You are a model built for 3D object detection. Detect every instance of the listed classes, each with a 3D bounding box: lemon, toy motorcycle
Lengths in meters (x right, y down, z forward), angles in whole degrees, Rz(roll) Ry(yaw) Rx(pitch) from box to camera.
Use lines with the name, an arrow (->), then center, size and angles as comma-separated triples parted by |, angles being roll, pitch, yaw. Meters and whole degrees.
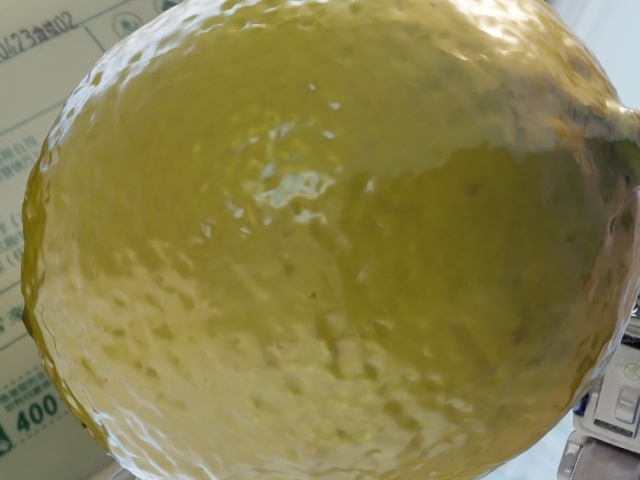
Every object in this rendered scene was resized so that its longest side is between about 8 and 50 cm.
lemon -> 0.000, 0.000, 0.851 | 0.319, 0.245, 0.245 | -18, -3, 29
toy motorcycle -> 0.221, 0.084, 1.325 | 0.112, 0.112, 0.254 | -25, -49, -54

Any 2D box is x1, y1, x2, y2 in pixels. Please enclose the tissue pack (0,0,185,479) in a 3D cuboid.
tissue pack -> -0.153, -0.005, 1.095 | 0.380, 0.297, 0.207 | -29, -7, -35
